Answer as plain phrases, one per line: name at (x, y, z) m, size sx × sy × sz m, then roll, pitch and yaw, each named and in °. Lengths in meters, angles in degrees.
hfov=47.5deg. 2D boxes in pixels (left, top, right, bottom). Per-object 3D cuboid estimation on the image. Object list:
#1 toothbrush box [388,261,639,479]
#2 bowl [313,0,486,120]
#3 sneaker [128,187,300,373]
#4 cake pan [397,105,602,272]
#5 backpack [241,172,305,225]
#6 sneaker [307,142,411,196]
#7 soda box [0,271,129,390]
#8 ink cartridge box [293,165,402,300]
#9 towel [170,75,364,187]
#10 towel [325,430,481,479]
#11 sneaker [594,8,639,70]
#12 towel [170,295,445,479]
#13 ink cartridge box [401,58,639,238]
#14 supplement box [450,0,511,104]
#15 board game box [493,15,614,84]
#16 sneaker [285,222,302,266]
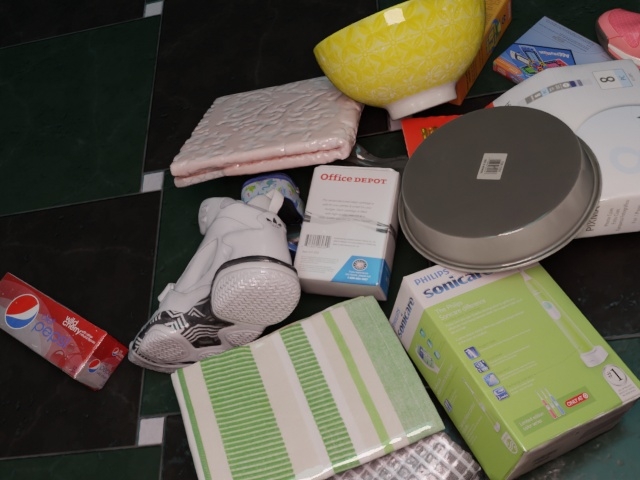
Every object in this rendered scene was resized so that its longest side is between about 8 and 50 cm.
toothbrush box at (0.258, 0.156, 1.003) m, size 0.206 × 0.122 × 0.283 m, roll -18°, pitch 56°, yaw -23°
bowl at (0.148, -0.289, 1.197) m, size 0.289 × 0.289 × 0.156 m, roll -19°, pitch 96°, yaw 4°
sneaker at (-0.169, 0.068, 1.153) m, size 0.365 × 0.137 × 0.210 m, roll -34°, pitch 42°, yaw 35°
cake pan at (0.245, -0.087, 1.041) m, size 0.293 × 0.054 × 0.293 m, roll -14°, pitch 48°, yaw 16°
backpack at (-0.085, -0.068, 1.270) m, size 0.104 × 0.114 × 0.084 m, roll -11°, pitch 59°, yaw 10°
sneaker at (0.105, -0.083, 1.246) m, size 0.286 × 0.109 × 0.130 m, roll 16°, pitch 76°, yaw 30°
soda box at (-0.466, 0.156, 1.265) m, size 0.263 × 0.083 × 0.092 m, roll 25°, pitch 71°, yaw 26°
ink cartridge box at (0.047, -0.012, 1.134) m, size 0.139 × 0.082 × 0.191 m, roll 5°, pitch 67°, yaw 18°
towel at (-0.077, -0.204, 1.298) m, size 0.316 × 0.054 × 0.332 m, roll -8°, pitch 31°, yaw 15°
towel at (0.043, 0.312, 1.012) m, size 0.283 × 0.121 × 0.235 m, roll 35°, pitch 74°, yaw 29°
sneaker at (0.615, -0.338, 1.205) m, size 0.313 × 0.136 × 0.116 m, roll 35°, pitch 55°, yaw 27°
towel at (-0.029, 0.221, 1.006) m, size 0.324 × 0.038 × 0.248 m, roll -22°, pitch 49°, yaw -5°
ink cartridge box at (0.335, -0.140, 1.111) m, size 0.384 × 0.091 × 0.308 m, roll -6°, pitch 48°, yaw 0°
supplement box at (0.278, -0.370, 1.365) m, size 0.080 × 0.078 × 0.234 m, roll 21°, pitch 69°, yaw 25°
board game box at (0.463, -0.291, 1.297) m, size 0.145 × 0.027 × 0.281 m, roll -41°, pitch 59°, yaw -11°
sneaker at (0.000, 0.000, 1.232) m, size 0.232 × 0.081 × 0.091 m, roll 12°, pitch 63°, yaw 14°
